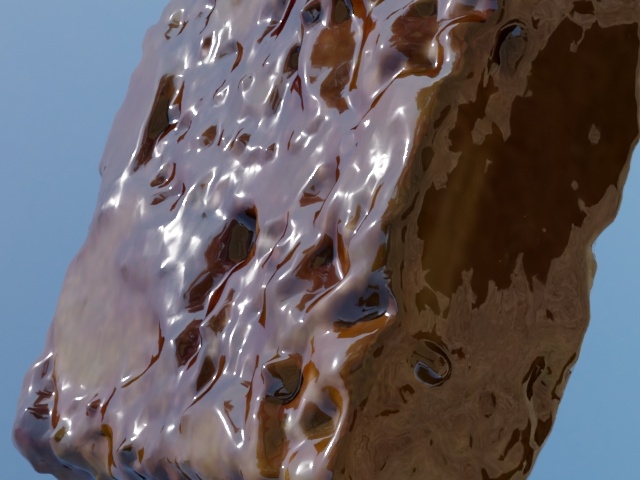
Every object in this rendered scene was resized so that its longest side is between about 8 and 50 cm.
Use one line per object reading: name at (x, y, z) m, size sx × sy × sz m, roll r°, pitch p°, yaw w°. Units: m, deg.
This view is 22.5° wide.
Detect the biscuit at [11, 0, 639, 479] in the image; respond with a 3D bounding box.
biscuit at (0.000, 0.000, 0.925) m, size 0.166 × 0.395 × 0.343 m, roll 22°, pitch -102°, yaw -29°
